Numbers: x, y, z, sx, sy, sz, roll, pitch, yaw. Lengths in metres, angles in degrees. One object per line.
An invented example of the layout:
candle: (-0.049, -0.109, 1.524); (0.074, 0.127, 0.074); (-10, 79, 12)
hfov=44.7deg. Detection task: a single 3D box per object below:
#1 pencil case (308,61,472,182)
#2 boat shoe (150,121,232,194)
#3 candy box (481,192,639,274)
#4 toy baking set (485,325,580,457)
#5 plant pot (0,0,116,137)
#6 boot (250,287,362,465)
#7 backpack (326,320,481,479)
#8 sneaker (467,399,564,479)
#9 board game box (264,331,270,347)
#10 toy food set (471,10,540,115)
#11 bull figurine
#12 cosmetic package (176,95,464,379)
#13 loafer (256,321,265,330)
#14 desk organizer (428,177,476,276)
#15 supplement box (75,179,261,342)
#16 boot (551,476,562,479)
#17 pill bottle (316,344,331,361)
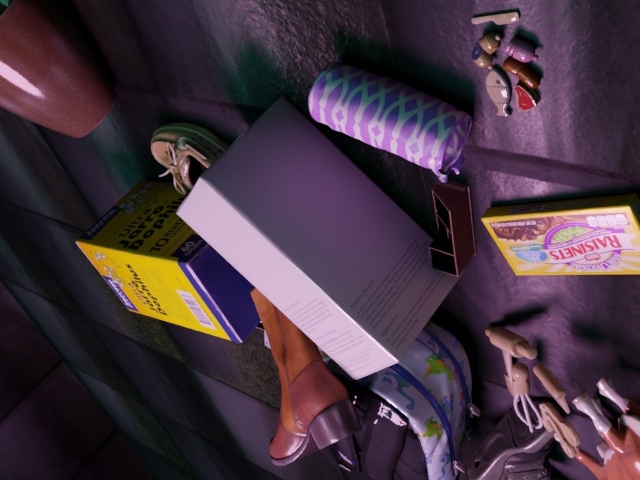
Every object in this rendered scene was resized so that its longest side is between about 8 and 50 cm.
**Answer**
pencil case: (0.085, -0.148, 0.945); (0.206, 0.086, 0.088); (29, 172, 22)
boat shoe: (-0.185, -0.116, 1.282); (0.285, 0.089, 0.104); (21, 145, 30)
candy box: (0.302, -0.002, 0.940); (0.206, 0.027, 0.105); (-4, 131, 51)
toy baking set: (0.298, 0.215, 1.139); (0.256, 0.030, 0.196); (-142, 28, -77)
plant pot: (-0.461, -0.283, 1.291); (0.215, 0.215, 0.230); (0, 145, 49)
boot: (-0.063, 0.208, 1.251); (0.280, 0.096, 0.264); (64, 154, 14)
backpack: (0.125, 0.281, 1.329); (0.290, 0.273, 0.355); (32, 166, 31)
sneaker: (0.355, 0.346, 1.295); (0.130, 0.087, 0.227); (16, 130, -17)
board game box: (-0.080, 0.221, 1.679); (0.090, 0.020, 0.090); (31, 148, 18)
toy food set: (0.199, -0.181, 0.826); (0.078, 0.019, 0.122); (6, 136, 45)
bull figurine: (0.426, 0.279, 1.043); (0.188, 0.101, 0.310); (47, 162, 26)
cosmetic package: (0.000, 0.000, 1.121); (0.365, 0.197, 0.155); (44, 151, -2)
loafer: (-0.059, 0.175, 1.492); (0.251, 0.087, 0.094); (28, 152, -10)
desk organizer: (0.173, -0.015, 1.046); (0.047, 0.050, 0.130); (20, 144, 32)
supplement box: (-0.244, 0.026, 1.431); (0.357, 0.194, 0.195); (7, 137, 44)
boot: (0.440, 0.469, 1.378); (0.190, 0.086, 0.069); (21, 149, -23)
pill bottle: (-0.004, 0.104, 1.325); (0.131, 0.131, 0.229); (31, 149, 16)
